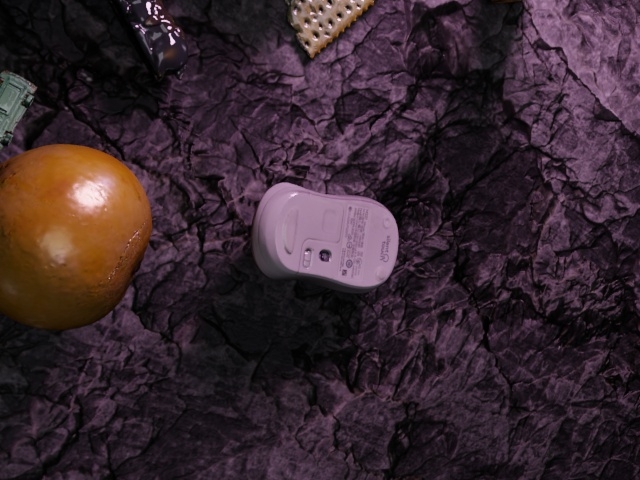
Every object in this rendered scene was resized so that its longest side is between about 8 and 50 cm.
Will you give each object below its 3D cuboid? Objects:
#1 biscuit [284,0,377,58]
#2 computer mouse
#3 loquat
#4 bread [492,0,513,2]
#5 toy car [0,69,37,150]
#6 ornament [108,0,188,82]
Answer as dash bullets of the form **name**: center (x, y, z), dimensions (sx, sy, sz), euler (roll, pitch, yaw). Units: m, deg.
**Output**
- **biscuit**: center (0.016, -0.436, 1.024), dimensions (0.203, 0.016, 0.144), euler (-41, 110, -4)
- **computer mouse**: center (0.000, 0.000, 1.048), dimensions (0.297, 0.121, 0.184), euler (5, 86, -37)
- **loquat**: center (-0.361, -0.005, 0.833), dimensions (0.263, 0.263, 0.262), euler (-4, 100, -21)
- **bread**: center (0.392, -0.509, 1.025), dimensions (0.120, 0.288, 0.152), euler (-13, 103, -9)
- **toy car**: center (-0.473, -0.189, 0.877), dimensions (0.059, 0.035, 0.121), euler (29, 97, -23)
- **ornament**: center (-0.197, -0.382, 0.925), dimensions (0.236, 0.080, 0.202), euler (-31, 105, -14)
